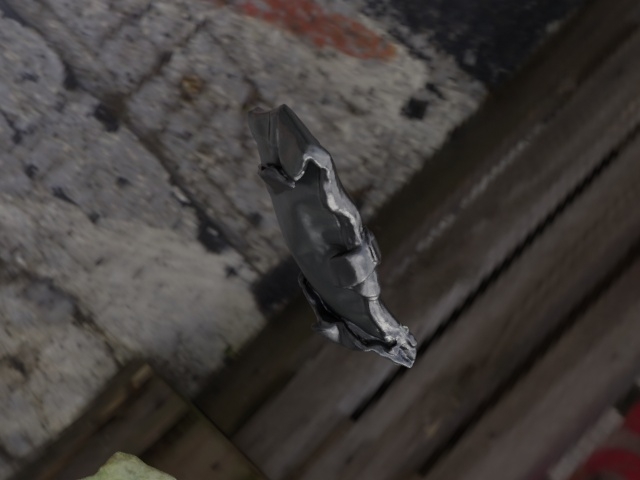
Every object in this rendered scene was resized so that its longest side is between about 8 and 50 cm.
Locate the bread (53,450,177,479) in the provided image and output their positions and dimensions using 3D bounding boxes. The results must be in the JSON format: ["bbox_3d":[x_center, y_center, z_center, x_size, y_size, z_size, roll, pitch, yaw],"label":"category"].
[{"bbox_3d":[-0.159,0.250,0.986,0.152,0.130,0.268,26,131,-9],"label":"bread"}]

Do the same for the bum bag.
[{"bbox_3d":[0.000,0.000,0.978,0.049,0.087,0.198,-34,130,-14],"label":"bum bag"}]
